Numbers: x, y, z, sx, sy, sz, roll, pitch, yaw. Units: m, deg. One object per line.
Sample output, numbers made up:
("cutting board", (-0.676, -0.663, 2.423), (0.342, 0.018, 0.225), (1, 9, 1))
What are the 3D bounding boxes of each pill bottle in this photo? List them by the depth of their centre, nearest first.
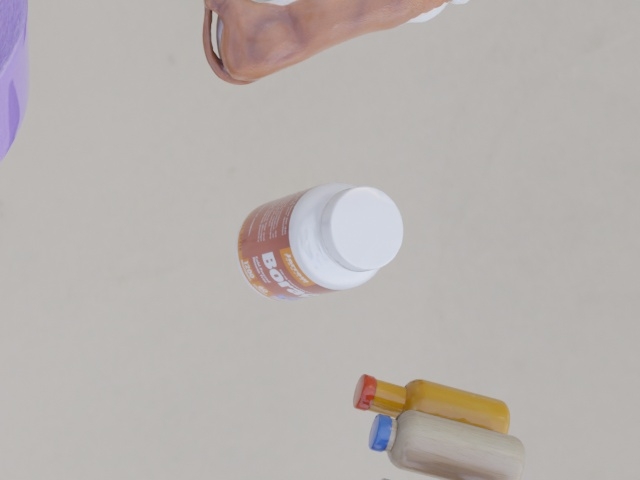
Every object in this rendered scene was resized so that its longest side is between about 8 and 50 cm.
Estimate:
("pill bottle", (0.000, 0.000, 1.972), (0.121, 0.121, 0.216), (22, 163, -23))

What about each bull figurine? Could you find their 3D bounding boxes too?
("bull figurine", (0.021, -0.265, 1.717), (0.310, 0.101, 0.188), (-27, 122, -9))

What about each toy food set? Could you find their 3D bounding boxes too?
("toy food set", (0.063, 0.194, 1.118), (0.104, 0.232, 0.111), (16, 160, -10))

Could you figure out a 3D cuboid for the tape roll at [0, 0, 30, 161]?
("tape roll", (-0.329, -0.131, 1.146), (0.275, 0.275, 0.090), (-1, 146, -8))
